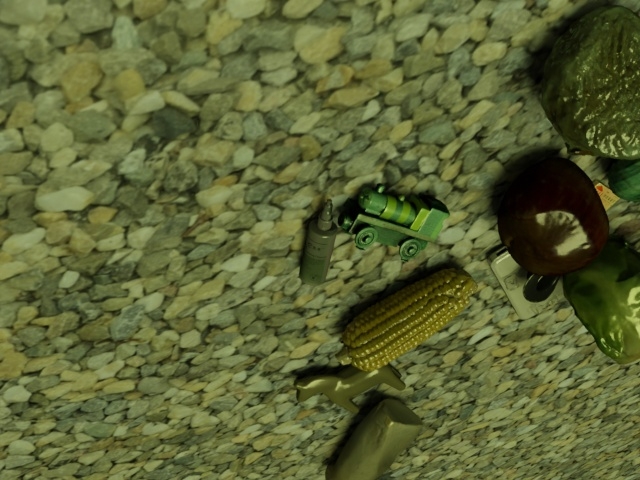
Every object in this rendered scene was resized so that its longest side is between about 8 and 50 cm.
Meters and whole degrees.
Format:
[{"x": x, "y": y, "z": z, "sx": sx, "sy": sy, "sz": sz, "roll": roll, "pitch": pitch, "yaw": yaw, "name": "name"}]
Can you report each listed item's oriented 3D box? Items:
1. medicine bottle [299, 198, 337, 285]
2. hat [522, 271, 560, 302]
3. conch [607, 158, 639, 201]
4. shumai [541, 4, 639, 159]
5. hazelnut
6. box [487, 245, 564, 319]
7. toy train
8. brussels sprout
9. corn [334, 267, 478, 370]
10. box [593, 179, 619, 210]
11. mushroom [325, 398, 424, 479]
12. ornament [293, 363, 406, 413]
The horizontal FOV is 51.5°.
[{"x": 0.000, "y": 0.000, "z": 1.268, "sx": 0.058, "sy": 0.057, "sz": 0.199, "roll": -3, "pitch": 134, "yaw": -18, "name": "medicine bottle"}, {"x": 0.490, "y": 0.081, "z": 1.478, "sx": 0.121, "sy": 0.050, "sz": 0.121, "roll": -18, "pitch": 130, "yaw": -22, "name": "hat"}, {"x": 0.651, "y": -0.150, "z": 1.324, "sx": 0.176, "sy": 0.122, "sz": 0.188, "roll": -37, "pitch": 140, "yaw": -14, "name": "conch"}, {"x": 0.468, "y": -0.253, "z": 1.148, "sx": 0.225, "sy": 0.222, "sz": 0.260, "roll": -29, "pitch": 100, "yaw": -8, "name": "shumai"}, {"x": 0.466, "y": -0.043, "z": 1.298, "sx": 0.218, "sy": 0.218, "sz": 0.233, "roll": -19, "pitch": 136, "yaw": -3, "name": "hazelnut"}, {"x": 0.489, "y": 0.083, "z": 1.543, "sx": 0.142, "sy": 0.044, "sz": 0.285, "roll": -32, "pitch": 135, "yaw": 8, "name": "box"}, {"x": 0.135, "y": -0.040, "z": 1.270, "sx": 0.200, "sy": 0.083, "sz": 0.132, "roll": 14, "pitch": 115, "yaw": -31, "name": "toy train"}, {"x": 0.686, "y": 0.124, "z": 1.511, "sx": 0.227, "sy": 0.294, "sz": 0.260, "roll": -30, "pitch": 161, "yaw": 35, "name": "brussels sprout"}, {"x": 0.185, "y": 0.174, "z": 1.456, "sx": 0.347, "sy": 0.130, "sz": 0.130, "roll": -33, "pitch": 135, "yaw": 7, "name": "corn"}, {"x": 0.601, "y": -0.093, "z": 1.433, "sx": 0.093, "sy": 0.015, "sz": 0.058, "roll": 21, "pitch": 124, "yaw": -36, "name": "box"}, {"x": 0.144, "y": 0.567, "z": 1.820, "sx": 0.154, "sy": 0.137, "sz": 0.407, "roll": -21, "pitch": 150, "yaw": -44, "name": "mushroom"}, {"x": 0.064, "y": 0.354, "z": 1.632, "sx": 0.230, "sy": 0.061, "sz": 0.245, "roll": -31, "pitch": 138, "yaw": 12, "name": "ornament"}]
